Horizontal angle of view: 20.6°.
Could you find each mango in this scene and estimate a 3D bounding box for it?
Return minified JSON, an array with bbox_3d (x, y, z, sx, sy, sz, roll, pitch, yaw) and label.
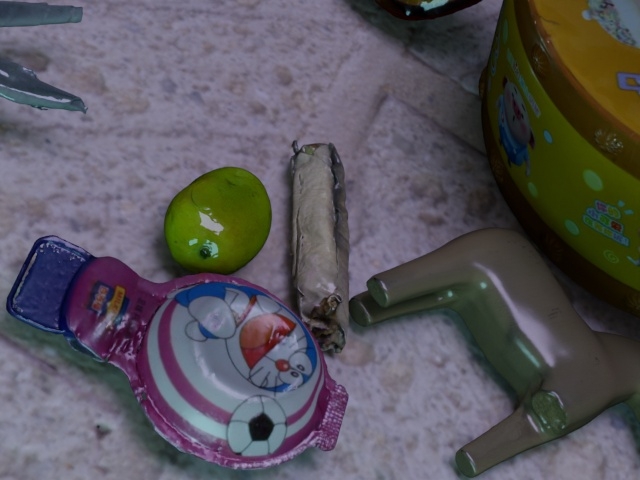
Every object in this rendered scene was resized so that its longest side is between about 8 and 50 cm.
[{"bbox_3d":[-0.072,-0.016,1.279,0.073,0.056,0.108,38,42,-6],"label":"mango"}]

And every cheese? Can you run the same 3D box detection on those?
[{"bbox_3d":[-0.091,0.071,1.195,0.244,0.062,0.155,27,48,-8],"label":"cheese"}]

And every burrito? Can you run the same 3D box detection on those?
[{"bbox_3d":[0.000,0.000,1.324,0.045,0.041,0.185,-11,51,13],"label":"burrito"}]

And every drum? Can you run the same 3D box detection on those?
[{"bbox_3d":[0.347,-0.143,1.422,0.431,0.214,0.431,1,57,-2],"label":"drum"}]

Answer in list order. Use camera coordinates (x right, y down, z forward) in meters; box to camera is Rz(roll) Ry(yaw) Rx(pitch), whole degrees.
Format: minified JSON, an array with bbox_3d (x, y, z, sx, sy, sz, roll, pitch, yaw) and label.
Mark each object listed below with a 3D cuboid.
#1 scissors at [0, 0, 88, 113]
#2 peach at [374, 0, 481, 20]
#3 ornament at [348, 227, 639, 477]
[{"bbox_3d":[-0.333,-0.157,1.199,0.383,0.029,0.256,6,52,-30],"label":"scissors"},{"bbox_3d":[0.108,-0.261,1.519,0.127,0.172,0.092,67,11,0],"label":"peach"},{"bbox_3d":[0.174,0.090,1.336,0.245,0.061,0.230,-21,69,-39],"label":"ornament"}]
